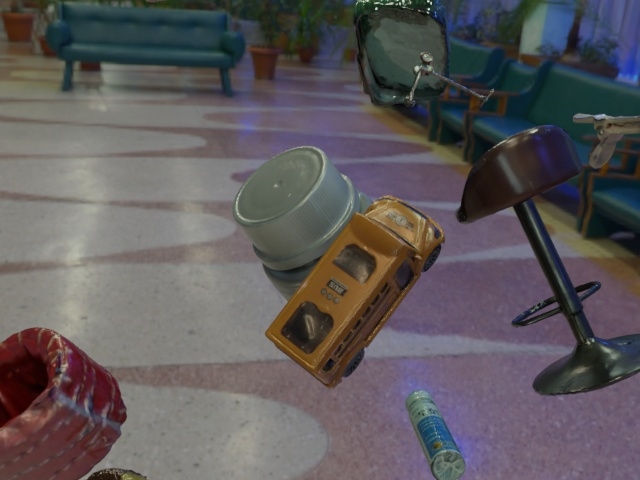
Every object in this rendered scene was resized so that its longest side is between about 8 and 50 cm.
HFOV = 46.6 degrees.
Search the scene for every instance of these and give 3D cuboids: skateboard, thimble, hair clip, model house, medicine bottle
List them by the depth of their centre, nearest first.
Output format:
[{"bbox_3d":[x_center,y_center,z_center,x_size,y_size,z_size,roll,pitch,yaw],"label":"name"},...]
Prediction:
[{"bbox_3d":[0.130,-0.148,0.758,0.083,0.032,0.064,22,63,-3],"label":"skateboard"},{"bbox_3d":[0.378,-0.134,0.823,0.034,0.072,0.226,-12,0,-30],"label":"hair clip"},{"bbox_3d":[-0.330,0.196,0.844,0.189,0.125,0.163,-24,43,11],"label":"thimble"},{"bbox_3d":[0.166,0.286,1.106,0.051,0.051,0.191,2,16,-5],"label":"medicine bottle"},{"bbox_3d":[0.000,0.000,1.397,0.245,0.306,0.245,-24,37,20],"label":"medicine bottle"},{"bbox_3d":[0.167,-0.463,1.518,0.184,0.253,0.291,-4,57,12],"label":"model house"}]

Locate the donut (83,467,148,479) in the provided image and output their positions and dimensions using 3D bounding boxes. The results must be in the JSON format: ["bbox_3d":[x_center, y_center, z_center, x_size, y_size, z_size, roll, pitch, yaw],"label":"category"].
[{"bbox_3d":[-0.269,0.348,0.922,0.140,0.059,0.141,-8,58,12],"label":"donut"}]

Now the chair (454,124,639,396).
[{"bbox_3d":[0.367,0.024,1.200,0.226,0.401,0.226,-25,1,1],"label":"chair"}]

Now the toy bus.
[{"bbox_3d":[0.036,0.041,0.716,0.083,0.194,0.088,34,-8,22],"label":"toy bus"}]
